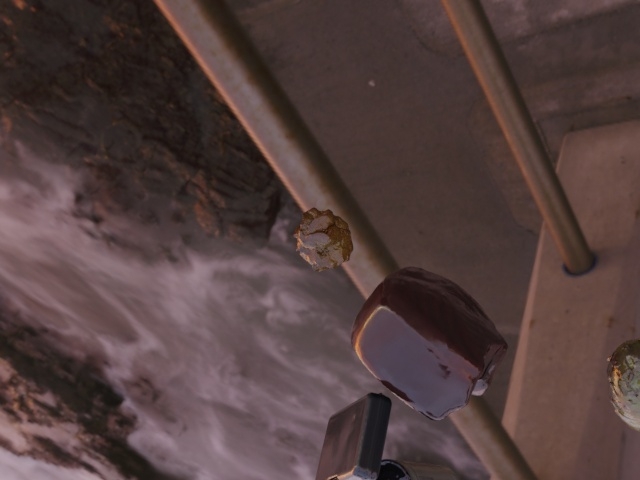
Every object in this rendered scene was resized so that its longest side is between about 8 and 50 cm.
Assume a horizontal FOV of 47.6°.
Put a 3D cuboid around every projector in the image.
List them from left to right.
[{"bbox_3d":[0.197,0.510,1.492,0.108,0.108,0.337,3,164,28],"label":"projector"}]

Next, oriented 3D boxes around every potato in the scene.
[{"bbox_3d":[0.626,0.290,1.438,0.113,0.149,0.251,-2,144,18],"label":"potato"}]

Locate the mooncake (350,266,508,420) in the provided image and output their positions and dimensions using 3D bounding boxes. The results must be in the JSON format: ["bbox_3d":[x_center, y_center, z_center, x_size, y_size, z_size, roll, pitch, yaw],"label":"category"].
[{"bbox_3d":[0.219,0.191,1.399,0.325,0.334,0.174,22,111,-32],"label":"mooncake"}]

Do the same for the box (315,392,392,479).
[{"bbox_3d":[0.058,0.379,1.348,0.050,0.160,0.230,21,150,-11],"label":"box"}]

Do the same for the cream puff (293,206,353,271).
[{"bbox_3d":[0.000,0.000,1.293,0.116,0.094,0.122,54,135,18],"label":"cream puff"}]
